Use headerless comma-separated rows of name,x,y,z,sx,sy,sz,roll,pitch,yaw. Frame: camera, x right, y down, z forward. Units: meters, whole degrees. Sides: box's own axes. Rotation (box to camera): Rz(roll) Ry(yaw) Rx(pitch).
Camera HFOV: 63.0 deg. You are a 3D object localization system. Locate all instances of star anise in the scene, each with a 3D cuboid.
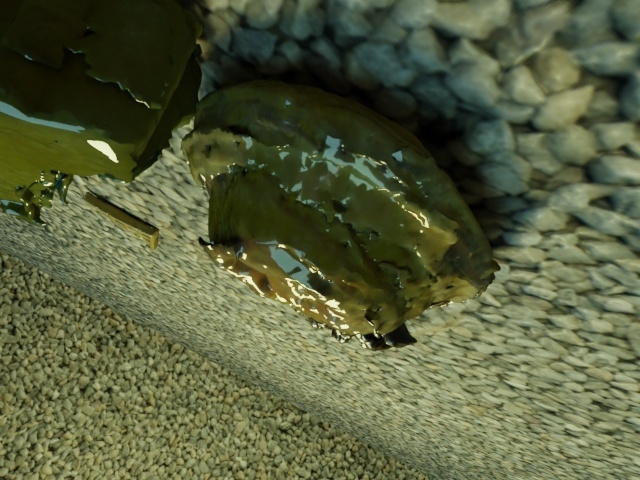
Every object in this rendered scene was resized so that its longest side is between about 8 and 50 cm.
star anise,0.042,0.107,0.794,0.196,0.073,0.212,10,149,30

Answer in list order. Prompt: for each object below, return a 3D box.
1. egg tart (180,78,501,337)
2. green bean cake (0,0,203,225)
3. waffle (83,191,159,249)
egg tart,0.000,0.000,0.528,0.351,0.150,0.352,25,160,10
green bean cake,-0.253,-0.142,0.460,0.284,0.202,0.310,19,160,-13
waffle,-0.385,-0.035,1.014,0.152,0.023,0.097,29,156,-9
